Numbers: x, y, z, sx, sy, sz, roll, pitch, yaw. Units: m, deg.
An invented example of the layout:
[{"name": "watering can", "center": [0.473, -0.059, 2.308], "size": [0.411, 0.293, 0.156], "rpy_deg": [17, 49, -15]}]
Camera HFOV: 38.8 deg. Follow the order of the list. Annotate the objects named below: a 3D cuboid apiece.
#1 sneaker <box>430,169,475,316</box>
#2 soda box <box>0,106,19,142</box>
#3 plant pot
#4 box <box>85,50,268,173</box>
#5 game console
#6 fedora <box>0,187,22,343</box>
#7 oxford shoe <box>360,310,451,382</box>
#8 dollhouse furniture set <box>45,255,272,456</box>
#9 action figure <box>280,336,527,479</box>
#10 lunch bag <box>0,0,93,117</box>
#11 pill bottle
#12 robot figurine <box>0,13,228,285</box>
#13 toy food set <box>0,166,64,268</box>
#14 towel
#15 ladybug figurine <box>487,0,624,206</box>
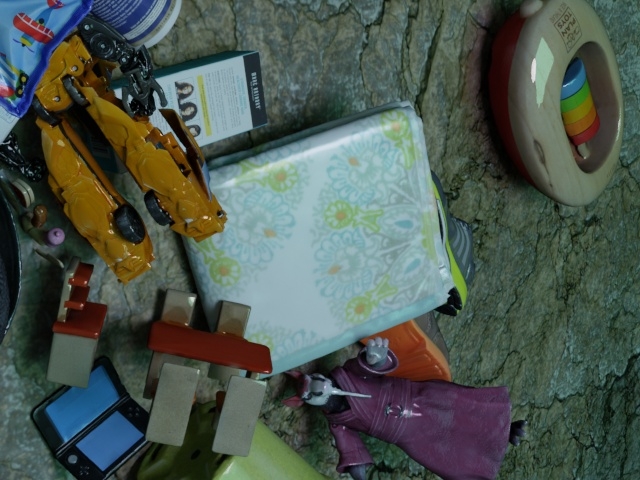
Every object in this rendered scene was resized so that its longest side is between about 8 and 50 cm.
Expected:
[{"name": "sneaker", "center": [0.200, -0.013, 1.572], "size": [0.121, 0.111, 0.300], "rpy_deg": [-54, 139, -37]}, {"name": "soda box", "center": [-0.396, -0.164, 0.864], "size": [0.216, 0.074, 0.069], "rpy_deg": [39, 87, -32]}, {"name": "plant pot", "center": [-0.107, 0.365, 1.236], "size": [0.276, 0.276, 0.254], "rpy_deg": [-49, 120, -27]}, {"name": "box", "center": [-0.178, -0.167, 1.145], "size": [0.244, 0.060, 0.101], "rpy_deg": [-25, 118, -40]}, {"name": "game console", "center": [-0.277, 0.227, 1.136], "size": [0.122, 0.107, 0.071], "rpy_deg": [-40, 155, -33]}, {"name": "fedora", "center": [-0.408, 0.031, 0.883], "size": [0.334, 0.152, 0.334], "rpy_deg": [-15, 110, -45]}, {"name": "oxford shoe", "center": [0.106, 0.101, 1.502], "size": [0.364, 0.130, 0.133], "rpy_deg": [60, 25, -29]}, {"name": "dollhouse furniture set", "center": [-0.184, 0.118, 1.082], "size": [0.259, 0.262, 0.135], "rpy_deg": [13, 103, -11]}, {"name": "action figure", "center": [0.120, 0.252, 1.420], "size": [0.276, 0.370, 0.248], "rpy_deg": [-78, -175, -79]}, {"name": "lunch bag", "center": [-0.379, -0.261, 0.782], "size": [0.293, 0.221, 0.138], "rpy_deg": [24, 107, -43]}, {"name": "pill bottle", "center": [-0.244, -0.297, 1.017], "size": [0.169, 0.094, 0.094], "rpy_deg": [37, 73, -46]}, {"name": "robot figurine", "center": [-0.241, -0.104, 1.008], "size": [0.211, 0.085, 0.291], "rpy_deg": [-28, 109, 11]}, {"name": "toy food set", "center": [-0.317, -0.027, 1.015], "size": [0.019, 0.078, 0.122], "rpy_deg": [-40, 136, -30]}, {"name": "towel", "center": [0.000, 0.000, 1.285], "size": [0.374, 0.090, 0.321], "rpy_deg": [-21, 113, -16]}, {"name": "ladybug figurine", "center": [0.431, -0.262, 1.695], "size": [0.305, 0.162, 0.449], "rpy_deg": [-49, 131, -26]}]
